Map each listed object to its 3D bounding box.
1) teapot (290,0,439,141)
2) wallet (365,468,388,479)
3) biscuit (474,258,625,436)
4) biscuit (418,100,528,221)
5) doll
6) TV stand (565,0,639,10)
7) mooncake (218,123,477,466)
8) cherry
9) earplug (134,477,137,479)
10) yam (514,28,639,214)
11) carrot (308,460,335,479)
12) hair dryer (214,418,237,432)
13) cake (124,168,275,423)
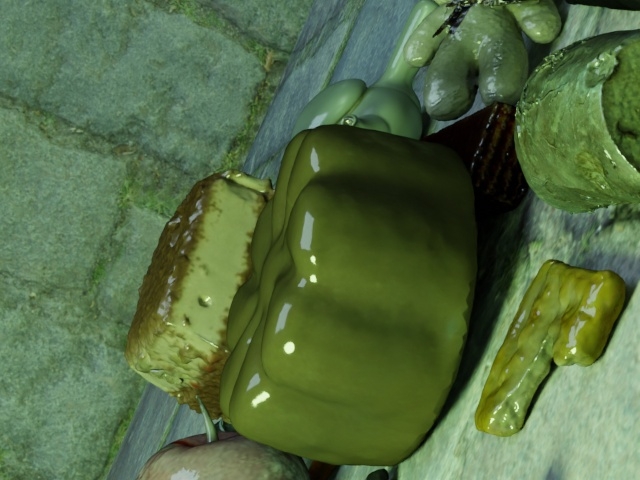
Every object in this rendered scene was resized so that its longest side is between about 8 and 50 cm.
[{"bbox_3d":[0.074,-0.187,2.306,0.220,0.149,0.318,-26,23,51],"label":"teapot"},{"bbox_3d":[0.015,0.385,1.614,0.170,0.044,0.321,-57,11,31],"label":"wallet"},{"bbox_3d":[0.199,0.097,1.402,0.174,0.039,0.183,-65,10,-6],"label":"biscuit"},{"bbox_3d":[0.155,-0.076,1.890,0.107,0.073,0.388,-69,13,-11],"label":"biscuit"},{"bbox_3d":[0.195,-0.266,1.893,0.149,0.175,0.278,101,178,-55],"label":"doll"},{"bbox_3d":[0.293,-0.300,1.700,0.082,0.088,0.269,-65,11,6],"label":"TV stand"},{"bbox_3d":[0.019,0.056,1.730,0.378,0.201,0.378,-168,90,-76],"label":"mooncake"},{"bbox_3d":[-0.114,0.321,1.882,0.236,0.213,0.285,128,134,-75],"label":"cherry"},{"bbox_3d":[-0.172,0.430,2.092,0.325,0.175,0.214,-91,21,-46],"label":"earplug"},{"bbox_3d":[0.252,-0.101,1.334,0.154,0.154,0.254,-65,9,-4],"label":"yam"},{"bbox_3d":[0.008,0.258,1.928,0.190,0.037,0.037,-64,11,12],"label":"carrot"},{"bbox_3d":[-0.155,0.390,2.355,0.219,0.075,0.195,-93,19,-52],"label":"hair dryer"},{"bbox_3d":[-0.086,0.096,2.084,0.256,0.290,0.282,133,156,-61],"label":"cake"}]
